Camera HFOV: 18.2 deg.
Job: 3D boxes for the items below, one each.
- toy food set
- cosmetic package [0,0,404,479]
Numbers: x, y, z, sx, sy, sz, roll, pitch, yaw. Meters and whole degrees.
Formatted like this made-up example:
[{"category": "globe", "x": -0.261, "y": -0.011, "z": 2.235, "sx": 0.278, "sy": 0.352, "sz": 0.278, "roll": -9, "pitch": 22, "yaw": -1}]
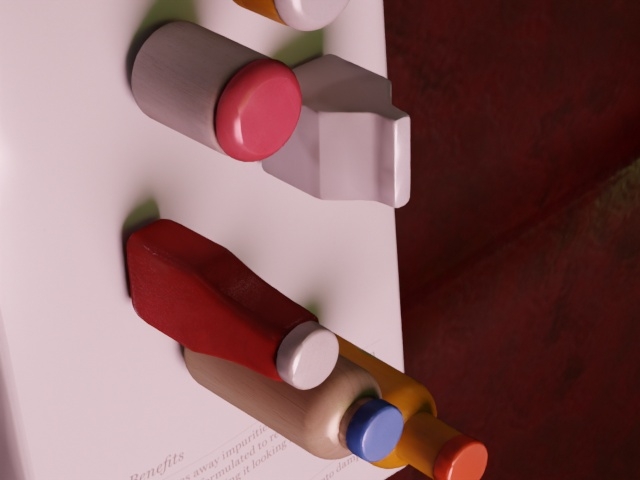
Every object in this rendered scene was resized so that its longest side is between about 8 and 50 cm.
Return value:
[{"category": "toy food set", "x": 0.000, "y": 0.000, "z": 0.763, "sx": 0.111, "sy": 0.104, "sz": 0.232, "roll": -26, "pitch": 129, "yaw": -36}, {"category": "cosmetic package", "x": -0.092, "y": -0.033, "z": 0.851, "sx": 0.217, "sy": 0.156, "sz": 0.385, "roll": -27, "pitch": 128, "yaw": -33}]
